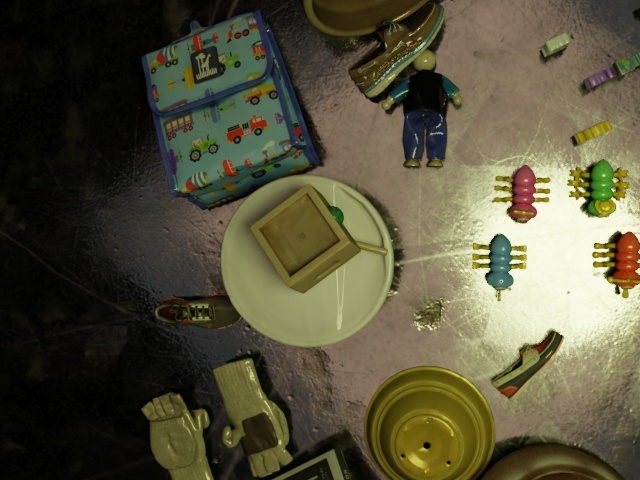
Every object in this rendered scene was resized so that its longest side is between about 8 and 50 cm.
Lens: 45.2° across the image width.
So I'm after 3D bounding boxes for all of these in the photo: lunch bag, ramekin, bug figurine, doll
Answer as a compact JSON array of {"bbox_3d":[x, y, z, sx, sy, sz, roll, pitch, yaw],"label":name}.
[{"bbox_3d":[-0.159,-0.231,1.271,0.221,0.138,0.293,-21,76,11],"label":"lunch bag"},{"bbox_3d":[-0.013,0.031,1.236,0.273,0.127,0.273,0,91,10],"label":"ramekin"},{"bbox_3d":[0.376,-0.014,1.195,0.279,0.072,0.216,-2,91,10],"label":"bug figurine"},{"bbox_3d":[0.163,-0.214,1.239,0.129,0.046,0.189,2,92,9],"label":"doll"}]

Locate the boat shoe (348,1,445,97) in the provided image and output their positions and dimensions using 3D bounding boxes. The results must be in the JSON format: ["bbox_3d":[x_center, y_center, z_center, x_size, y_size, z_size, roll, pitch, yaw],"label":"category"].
[{"bbox_3d":[0.120,-0.313,1.222,0.066,0.066,0.183,37,99,-28],"label":"boat shoe"}]

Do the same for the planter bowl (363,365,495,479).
[{"bbox_3d":[0.171,0.317,1.231,0.217,0.090,0.217,0,91,11],"label":"planter bowl"}]

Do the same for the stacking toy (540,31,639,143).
[{"bbox_3d":[0.470,-0.268,1.185,0.221,0.052,0.167,-23,89,8],"label":"stacking toy"}]

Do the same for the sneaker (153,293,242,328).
[{"bbox_3d":[-0.209,0.125,1.304,0.158,0.065,0.061,-5,91,10],"label":"sneaker"}]

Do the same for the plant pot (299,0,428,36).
[{"bbox_3d":[0.054,-0.483,1.172,0.263,0.263,0.229,-29,68,10],"label":"plant pot"}]

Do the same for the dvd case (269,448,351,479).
[{"bbox_3d":[-0.037,0.468,1.244,0.238,0.029,0.179,-33,61,23],"label":"dvd case"}]

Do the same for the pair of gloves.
[{"bbox_3d":[-0.175,0.328,1.317,0.240,0.042,0.204,-27,90,11],"label":"pair of gloves"}]

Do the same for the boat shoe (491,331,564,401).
[{"bbox_3d":[0.331,0.194,1.223,0.043,0.049,0.137,41,102,9],"label":"boat shoe"}]

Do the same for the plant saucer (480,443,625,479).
[{"bbox_3d":[0.368,0.464,1.155,0.310,0.050,0.311,2,70,-6],"label":"plant saucer"}]

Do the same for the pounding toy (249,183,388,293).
[{"bbox_3d":[0.000,0.000,1.130,0.141,0.100,0.130,-36,71,6],"label":"pounding toy"}]
